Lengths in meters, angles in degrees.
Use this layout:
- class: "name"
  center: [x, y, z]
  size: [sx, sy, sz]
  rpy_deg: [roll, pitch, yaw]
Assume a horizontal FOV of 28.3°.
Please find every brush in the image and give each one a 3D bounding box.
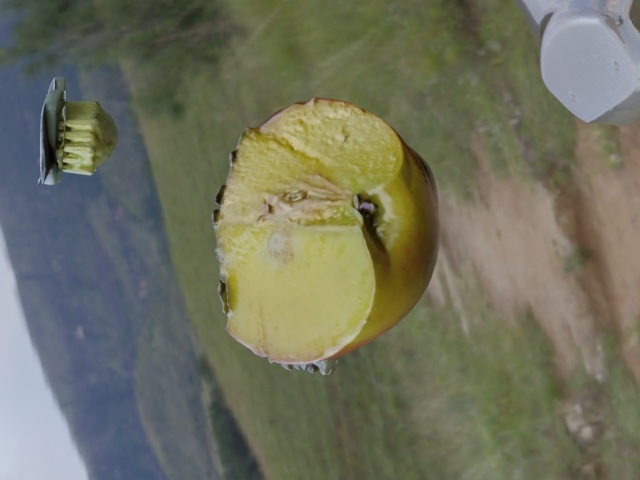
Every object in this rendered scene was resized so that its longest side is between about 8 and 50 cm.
- class: "brush"
  center: [-0.200, -0.098, 1.058]
  size: [0.297, 0.060, 0.068]
  rpy_deg: [-126, 38, -72]

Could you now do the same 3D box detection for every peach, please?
- class: "peach"
  center: [0.006, 0.003, 0.726]
  size: [0.118, 0.151, 0.151]
  rpy_deg: [39, -148, -53]

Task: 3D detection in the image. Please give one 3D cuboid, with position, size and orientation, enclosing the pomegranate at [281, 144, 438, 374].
- class: "pomegranate"
  center: [0.009, 0.006, 1.040]
  size: [0.180, 0.179, 0.210]
  rpy_deg: [69, -147, -81]

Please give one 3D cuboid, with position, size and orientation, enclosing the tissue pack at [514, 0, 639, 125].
- class: "tissue pack"
  center: [0.261, -0.321, 1.154]
  size: [0.387, 0.277, 0.267]
  rpy_deg: [49, 174, 2]
